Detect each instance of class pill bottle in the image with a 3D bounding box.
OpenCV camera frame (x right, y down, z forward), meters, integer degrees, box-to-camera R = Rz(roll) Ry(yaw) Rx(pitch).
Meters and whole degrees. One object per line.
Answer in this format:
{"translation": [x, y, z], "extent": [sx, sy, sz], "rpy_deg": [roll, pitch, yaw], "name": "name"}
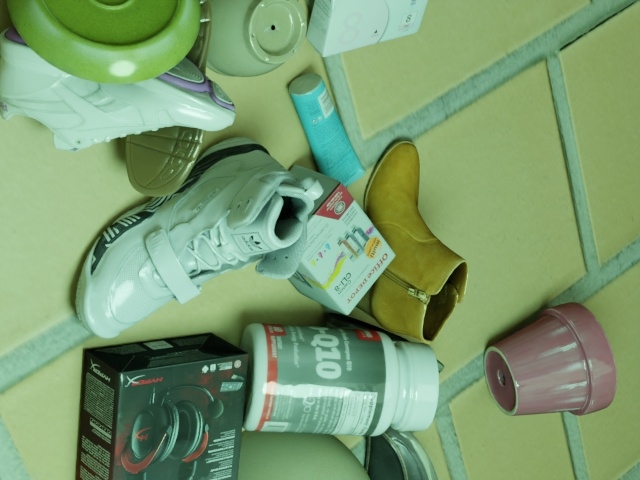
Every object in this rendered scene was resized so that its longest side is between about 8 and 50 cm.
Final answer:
{"translation": [0.024, 0.212, 1.932], "extent": [0.283, 0.161, 0.161], "rpy_deg": [4, 103, -14], "name": "pill bottle"}

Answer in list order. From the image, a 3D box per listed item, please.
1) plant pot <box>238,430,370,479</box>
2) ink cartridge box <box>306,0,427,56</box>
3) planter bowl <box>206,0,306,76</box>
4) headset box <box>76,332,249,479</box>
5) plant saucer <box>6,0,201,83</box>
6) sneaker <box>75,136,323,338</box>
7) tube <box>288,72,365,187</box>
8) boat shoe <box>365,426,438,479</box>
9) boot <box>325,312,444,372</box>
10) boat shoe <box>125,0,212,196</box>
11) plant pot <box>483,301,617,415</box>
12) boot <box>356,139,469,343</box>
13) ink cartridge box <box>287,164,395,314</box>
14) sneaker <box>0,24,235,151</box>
{"translation": [-0.017, 0.432, 1.985], "extent": [0.284, 0.191, 0.284], "rpy_deg": [-5, 98, -35], "name": "plant pot"}
{"translation": [0.085, -0.388, 1.851], "extent": [0.189, 0.066, 0.232], "rpy_deg": [-19, 147, -32], "name": "ink cartridge box"}
{"translation": [-0.087, -0.298, 1.770], "extent": [0.162, 0.109, 0.162], "rpy_deg": [-14, 114, -34], "name": "planter bowl"}
{"translation": [-0.231, 0.297, 1.855], "extent": [0.218, 0.110, 0.293], "rpy_deg": [-4, 107, -37], "name": "headset box"}
{"translation": [-0.262, -0.304, 1.576], "extent": [0.241, 0.037, 0.241], "rpy_deg": [8, 62, -15], "name": "plant saucer"}
{"translation": [-0.161, 0.009, 1.747], "extent": [0.366, 0.210, 0.137], "rpy_deg": [-44, 126, -18], "name": "sneaker"}
{"translation": [0.011, -0.155, 1.937], "extent": [0.080, 0.052, 0.207], "rpy_deg": [-37, 130, -17], "name": "tube"}
{"translation": [0.123, 0.468, 2.177], "extent": [0.130, 0.132, 0.355], "rpy_deg": [-25, 118, -30], "name": "boat shoe"}
{"translation": [0.076, 0.232, 2.089], "extent": [0.236, 0.085, 0.179], "rpy_deg": [23, 91, -31], "name": "boot"}
{"translation": [-0.197, -0.200, 1.720], "extent": [0.104, 0.089, 0.285], "rpy_deg": [13, 98, -9], "name": "boat shoe"}
{"translation": [0.399, 0.228, 2.285], "extent": [0.180, 0.201, 0.201], "rpy_deg": [-15, 115, -17], "name": "plant pot"}
{"translation": [0.156, 0.001, 1.991], "extent": [0.104, 0.211, 0.295], "rpy_deg": [13, 93, -40], "name": "boot"}
{"translation": [0.000, 0.000, 1.925], "extent": [0.128, 0.127, 0.176], "rpy_deg": [-50, 129, -14], "name": "ink cartridge box"}
{"translation": [-0.262, -0.178, 1.632], "extent": [0.305, 0.114, 0.152], "rpy_deg": [14, 117, -9], "name": "sneaker"}
